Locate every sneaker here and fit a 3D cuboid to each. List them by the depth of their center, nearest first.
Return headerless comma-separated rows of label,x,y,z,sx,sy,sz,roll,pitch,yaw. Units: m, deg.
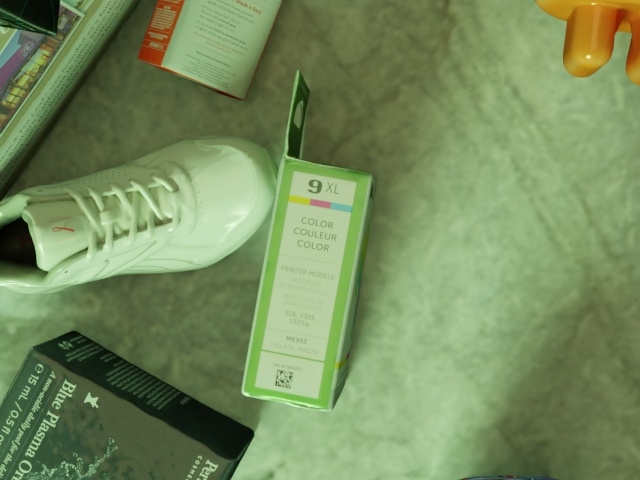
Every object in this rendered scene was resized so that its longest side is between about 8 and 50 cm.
sneaker,-0.140,-0.009,0.733,0.232,0.115,0.090,-19,90,13

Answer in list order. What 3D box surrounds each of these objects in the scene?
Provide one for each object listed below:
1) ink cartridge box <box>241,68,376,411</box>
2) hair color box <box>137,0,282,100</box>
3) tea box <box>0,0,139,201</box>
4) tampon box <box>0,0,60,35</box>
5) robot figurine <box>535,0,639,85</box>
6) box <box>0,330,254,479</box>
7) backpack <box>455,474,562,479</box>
ink cartridge box,0.000,0.000,0.736,0.062,0.109,0.209,9,92,4
hair color box,-0.064,-0.175,0.755,0.072,0.043,0.141,19,94,-36
tea box,-0.309,-0.199,0.703,0.323,0.220,0.329,37,94,4
tampon box,-0.212,-0.167,0.525,0.161,0.120,0.101,10,94,2
robot figurine,0.209,-0.213,0.705,0.158,0.128,0.219,10,93,44
box,-0.154,0.170,0.762,0.158,0.093,0.156,28,93,3
backpack,0.124,0.233,0.726,0.158,0.117,0.173,-1,92,5
